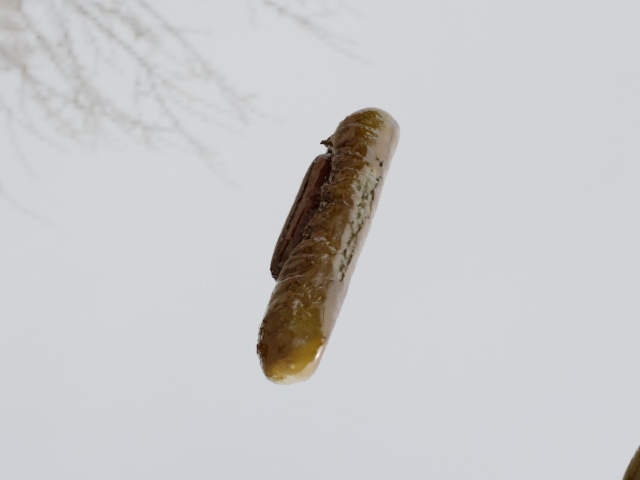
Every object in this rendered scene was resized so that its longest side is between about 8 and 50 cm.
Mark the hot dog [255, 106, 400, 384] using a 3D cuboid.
[{"bbox_3d":[0.000,0.000,0.989,0.066,0.047,0.216,115,-3,-45],"label":"hot dog"}]

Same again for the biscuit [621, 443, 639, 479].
[{"bbox_3d":[0.234,0.047,0.885,0.047,0.164,0.208,-123,-149,-62],"label":"biscuit"}]
